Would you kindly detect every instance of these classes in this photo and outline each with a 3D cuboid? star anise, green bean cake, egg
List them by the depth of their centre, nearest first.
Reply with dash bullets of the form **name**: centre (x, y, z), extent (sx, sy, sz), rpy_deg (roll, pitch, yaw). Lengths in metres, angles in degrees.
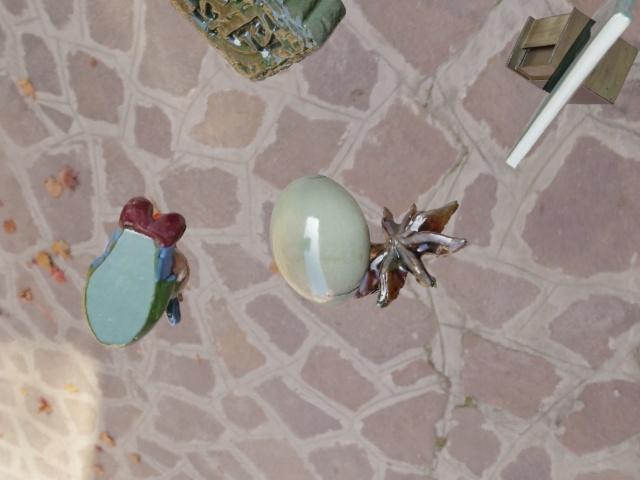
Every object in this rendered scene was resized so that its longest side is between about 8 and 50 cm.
- **green bean cake**: centre (-0.086, -0.303, 0.777), extent (0.183, 0.094, 0.185), rpy_deg (44, 151, -27)
- **egg**: centre (0.000, 0.000, 1.150), extent (0.186, 0.186, 0.254), rpy_deg (-13, 88, 29)
- **star anise**: centre (0.168, 0.017, 1.239), extent (0.288, 0.288, 0.088), rpy_deg (-20, 134, 31)

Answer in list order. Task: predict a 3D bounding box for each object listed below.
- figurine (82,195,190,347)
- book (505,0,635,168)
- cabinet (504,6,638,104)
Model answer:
- **figurine**: centre (-0.221, 0.022, 0.786), extent (0.127, 0.234, 0.185), rpy_deg (16, 104, 0)
- **book**: centre (0.419, -0.293, 1.007), extent (0.031, 0.379, 0.264), rpy_deg (35, 131, 6)
- **cabinet**: centre (0.605, -0.443, 1.488), extent (0.215, 0.175, 0.148), rpy_deg (22, 95, -21)
